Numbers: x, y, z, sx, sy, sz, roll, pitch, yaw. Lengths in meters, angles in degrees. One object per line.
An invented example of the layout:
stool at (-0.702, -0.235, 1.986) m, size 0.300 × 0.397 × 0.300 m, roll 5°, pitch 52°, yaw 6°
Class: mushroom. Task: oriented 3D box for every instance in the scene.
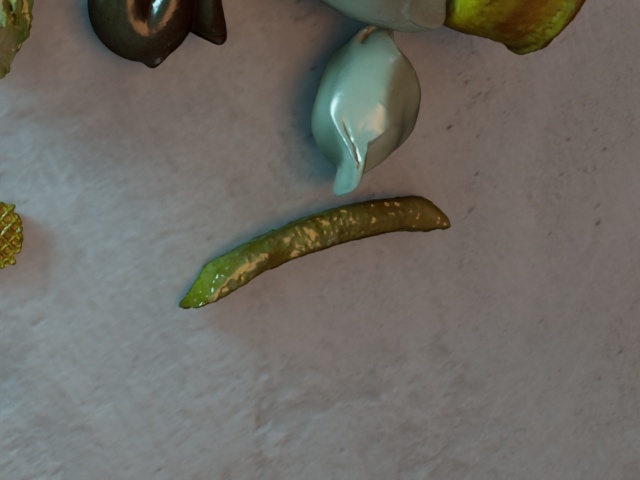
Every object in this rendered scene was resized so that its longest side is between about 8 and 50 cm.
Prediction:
mushroom at (0.002, -0.346, 1.591) m, size 0.350 × 0.128 × 0.128 m, roll 20°, pitch 90°, yaw -20°

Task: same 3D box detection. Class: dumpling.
dumpling at (0.057, -0.166, 1.689) m, size 0.132 × 0.162 × 0.250 m, roll 14°, pitch 68°, yaw 3°

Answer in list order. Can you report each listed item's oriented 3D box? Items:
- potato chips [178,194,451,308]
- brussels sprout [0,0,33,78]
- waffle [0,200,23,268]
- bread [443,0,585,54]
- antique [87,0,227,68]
potato chips at (0.000, 0.000, 1.733) m, size 0.407 × 0.057 × 0.080 m, roll -18°, pitch 106°, yaw -28°
brussels sprout at (-0.376, -0.256, 1.426) m, size 0.139 × 0.100 × 0.181 m, roll -9°, pitch 107°, yaw -19°
waffle at (-0.378, -0.002, 1.525) m, size 0.085 × 0.016 × 0.078 m, roll -18°, pitch 110°, yaw -26°
bread at (0.232, -0.383, 1.659) m, size 0.172 × 0.312 × 0.312 m, roll 3°, pitch 100°, yaw -19°
antique at (-0.207, -0.323, 1.503) m, size 0.143 × 0.121 × 0.256 m, roll -21°, pitch 119°, yaw -17°
